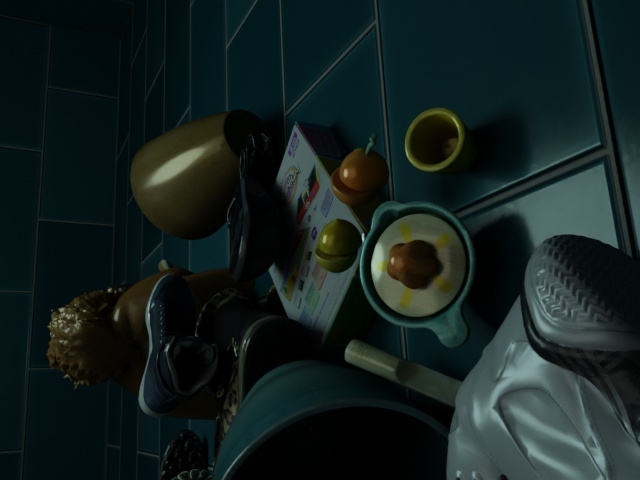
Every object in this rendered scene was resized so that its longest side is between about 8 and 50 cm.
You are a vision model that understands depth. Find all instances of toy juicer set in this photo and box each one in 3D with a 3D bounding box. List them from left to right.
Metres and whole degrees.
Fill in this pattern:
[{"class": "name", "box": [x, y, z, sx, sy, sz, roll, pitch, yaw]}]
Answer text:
[{"class": "toy juicer set", "box": [0.074, 0.032, 0.687, 0.209, 0.089, 0.328, -8, 79, 34]}]

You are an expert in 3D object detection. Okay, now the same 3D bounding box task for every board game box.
[{"class": "board game box", "box": [0.000, 0.000, 0.945, 0.242, 0.064, 0.316, -68, 31, 31]}]

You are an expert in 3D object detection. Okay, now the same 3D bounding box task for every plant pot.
[{"class": "plant pot", "box": [-0.215, -0.154, 1.256, 0.254, 0.237, 0.237, -27, 61, 43]}, {"class": "plant pot", "box": [0.005, 0.258, 0.707, 0.255, 0.272, 0.271, -140, 58, -76]}]

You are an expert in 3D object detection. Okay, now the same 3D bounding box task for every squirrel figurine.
[{"class": "squirrel figurine", "box": [-0.332, 0.155, 1.237, 0.370, 0.397, 0.280, -138, 47, -71]}]

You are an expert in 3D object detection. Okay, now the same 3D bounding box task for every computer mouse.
[{"class": "computer mouse", "box": [-0.102, -0.037, 1.016, 0.272, 0.072, 0.188, -100, 26, -53]}]

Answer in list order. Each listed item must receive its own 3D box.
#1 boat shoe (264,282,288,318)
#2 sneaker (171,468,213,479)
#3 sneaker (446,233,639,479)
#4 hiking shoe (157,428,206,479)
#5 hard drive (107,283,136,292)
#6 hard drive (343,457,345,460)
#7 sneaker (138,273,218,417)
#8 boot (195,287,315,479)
[{"class": "boat shoe", "box": [-0.072, 0.132, 1.091, 0.049, 0.056, 0.152, -78, 1, -57]}, {"class": "sneaker", "box": [-0.198, 0.589, 1.119, 0.147, 0.130, 0.330, 94, 162, -47]}, {"class": "sneaker", "box": [0.210, 0.183, 0.428, 0.365, 0.138, 0.210, -107, 33, -45]}, {"class": "hiking shoe", "box": [-0.342, 0.594, 1.480, 0.132, 0.113, 0.303, -2, 84, 63]}, {"class": "hard drive", "box": [-0.368, 0.187, 1.455, 0.054, 0.255, 0.171, -3, 83, 48]}, {"class": "hard drive", "box": [-0.005, 0.514, 0.896, 0.233, 0.047, 0.353, 61, 139, 48]}, {"class": "sneaker", "box": [-0.206, 0.135, 0.933, 0.163, 0.086, 0.226, -40, 45, 52]}, {"class": "boot", "box": [-0.121, 0.266, 0.964, 0.284, 0.138, 0.377, -156, 68, -64]}]
